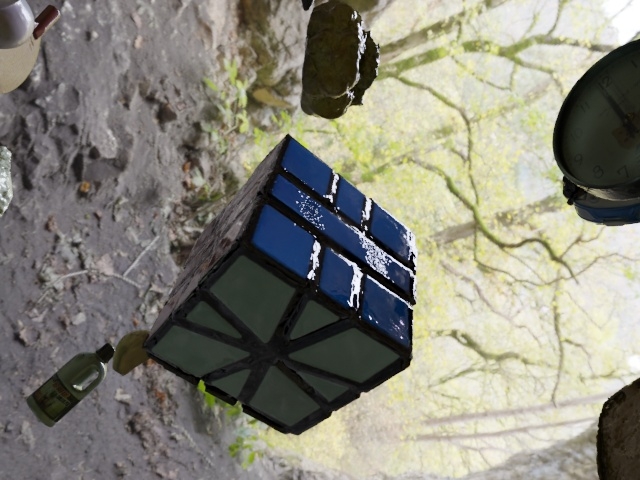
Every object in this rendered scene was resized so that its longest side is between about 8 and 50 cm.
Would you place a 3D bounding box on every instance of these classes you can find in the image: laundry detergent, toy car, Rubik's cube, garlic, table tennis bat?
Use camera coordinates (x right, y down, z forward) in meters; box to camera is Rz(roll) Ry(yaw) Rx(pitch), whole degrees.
[{"bbox_3d":[-0.598,0.341,1.310,0.099,0.225,0.070,39,-19,24],"label":"laundry detergent"},{"bbox_3d":[0.613,-0.139,1.056,0.166,0.198,0.314,45,58,-32],"label":"toy car"},{"bbox_3d":[-0.047,0.072,0.806,0.288,0.293,0.283,36,38,-19],"label":"Rubik's cube"},{"bbox_3d":[-0.273,0.160,0.790,0.083,0.041,0.053,-39,132,-31],"label":"garlic"},{"bbox_3d":[-0.803,-0.521,1.428,0.038,0.200,0.310,25,62,-2],"label":"table tennis bat"}]

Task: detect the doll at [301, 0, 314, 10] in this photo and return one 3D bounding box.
[{"bbox_3d":[-0.002,-0.539,1.014,0.219,0.067,0.091,-60,141,-21],"label":"doll"}]

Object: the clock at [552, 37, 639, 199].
[{"bbox_3d":[0.423,-0.167,0.727,0.049,0.226,0.226,17,48,-27],"label":"clock"}]

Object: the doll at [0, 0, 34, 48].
[{"bbox_3d":[-0.647,-0.498,1.081,0.221,0.251,0.221,-14,90,-86],"label":"doll"}]

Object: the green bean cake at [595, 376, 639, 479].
[{"bbox_3d":[0.555,0.334,0.839,0.131,0.224,0.230,26,47,-2],"label":"green bean cake"}]

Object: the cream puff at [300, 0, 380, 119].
[{"bbox_3d":[0.049,-0.431,1.293,0.282,0.185,0.282,7,90,-89],"label":"cream puff"}]

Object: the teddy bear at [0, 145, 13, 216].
[{"bbox_3d":[-0.983,-0.187,1.343,0.375,0.327,0.362,41,1,41],"label":"teddy bear"}]
